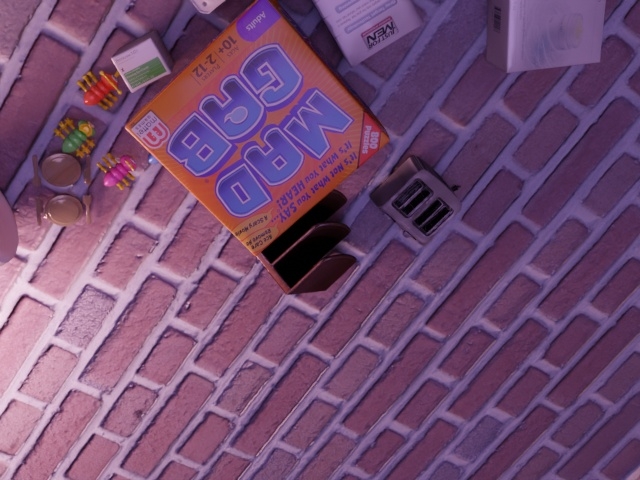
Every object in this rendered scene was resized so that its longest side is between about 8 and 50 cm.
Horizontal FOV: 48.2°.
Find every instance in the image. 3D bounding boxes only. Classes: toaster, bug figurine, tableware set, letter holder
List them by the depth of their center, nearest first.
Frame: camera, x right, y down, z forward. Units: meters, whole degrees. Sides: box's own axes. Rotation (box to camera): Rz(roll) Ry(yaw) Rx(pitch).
[{"bbox_3d":[-0.459,-0.239,1.626,0.216,0.072,0.279,-47,115,-1],"label":"bug figurine"},{"bbox_3d":[0.000,0.000,1.685,0.214,0.302,0.152,-42,78,11],"label":"letter holder"},{"bbox_3d":[-0.611,-0.124,1.695,0.128,0.039,0.194,-3,123,-20],"label":"tableware set"},{"bbox_3d":[0.245,-0.103,1.789,0.168,0.110,0.186,40,105,-24],"label":"toaster"}]

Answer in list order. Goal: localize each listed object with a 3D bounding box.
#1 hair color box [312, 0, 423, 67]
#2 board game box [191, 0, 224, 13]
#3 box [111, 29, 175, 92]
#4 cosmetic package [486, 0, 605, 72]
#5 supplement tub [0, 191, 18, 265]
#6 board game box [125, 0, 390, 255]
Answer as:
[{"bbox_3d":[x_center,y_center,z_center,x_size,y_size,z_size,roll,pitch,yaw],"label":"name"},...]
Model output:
[{"bbox_3d":[0.046,-0.582,1.521,0.185,0.113,0.374,-30,115,8],"label":"hair color box"},{"bbox_3d":[-0.207,-0.701,1.366,0.390,0.050,0.390,-27,113,30],"label":"board game box"},{"bbox_3d":[-0.384,-0.391,1.559,0.101,0.102,0.087,-25,115,6],"label":"box"},{"bbox_3d":[0.506,-0.511,1.612,0.225,0.138,0.224,-9,117,-6],"label":"cosmetic package"},{"bbox_3d":[-0.877,-0.003,1.608,0.316,0.228,0.228,-21,117,2],"label":"supplement tub"},{"bbox_3d":[-0.123,-0.260,1.498,0.356,0.356,0.356,-40,107,11],"label":"board game box"}]
